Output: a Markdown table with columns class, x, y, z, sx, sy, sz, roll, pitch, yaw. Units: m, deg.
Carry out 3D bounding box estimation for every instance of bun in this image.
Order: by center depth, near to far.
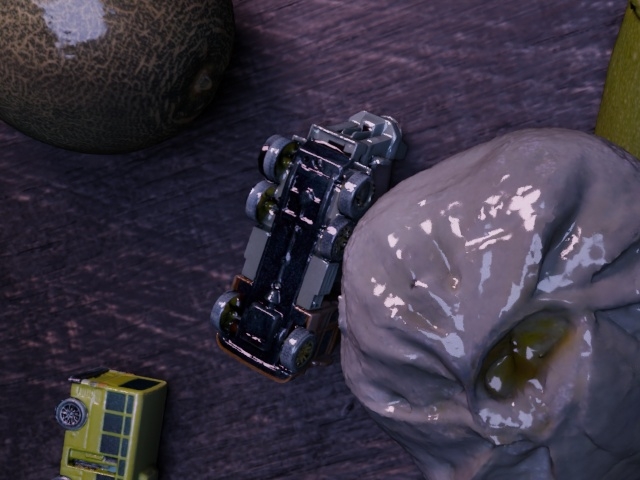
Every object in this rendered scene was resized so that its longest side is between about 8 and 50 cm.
| class | x | y | z | sx | sy | sz | roll | pitch | yaw |
| --- | --- | --- | --- | --- | --- | --- | --- | --- | --- |
| bun | 0.180 | 0.085 | 0.876 | 0.355 | 0.194 | 0.354 | 2 | 111 | 5 |

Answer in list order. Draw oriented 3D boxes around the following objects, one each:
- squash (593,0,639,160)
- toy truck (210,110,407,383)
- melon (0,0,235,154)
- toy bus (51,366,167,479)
| class | x | y | z | sx | sy | sz | roll | pitch | yaw |
| --- | --- | --- | --- | --- | --- | --- | --- | --- | --- |
| squash | 0.350 | -0.098 | 0.949 | 0.189 | 0.189 | 0.260 | 9 | 130 | 12 |
| toy truck | 0.000 | 0.000 | 0.981 | 0.108 | 0.140 | 0.256 | 26 | 106 | 27 |
| melon | -0.238 | -0.217 | 0.965 | 0.329 | 0.248 | 0.248 | 27 | 98 | 18 |
| toy bus | -0.219 | 0.227 | 1.057 | 0.101 | 0.088 | 0.175 | 8 | 93 | 11 |
